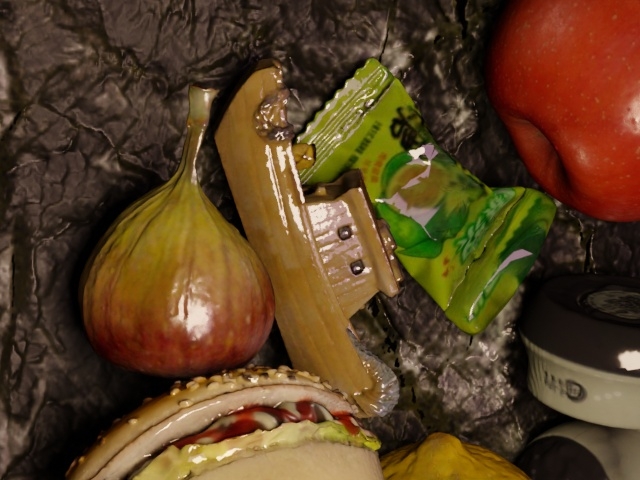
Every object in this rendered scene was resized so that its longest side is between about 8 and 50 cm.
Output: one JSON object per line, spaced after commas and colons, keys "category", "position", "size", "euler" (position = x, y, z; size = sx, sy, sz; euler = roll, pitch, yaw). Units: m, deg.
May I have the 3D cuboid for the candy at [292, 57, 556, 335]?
{"category": "candy", "position": [0.087, -0.042, 1.635], "size": [0.246, 0.069, 0.149], "euler": [40, 79, -21]}

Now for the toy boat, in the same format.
{"category": "toy boat", "position": [0.000, 0.000, 1.557], "size": [0.121, 0.089, 0.321], "euler": [-16, 108, 5]}

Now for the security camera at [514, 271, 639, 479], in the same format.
{"category": "security camera", "position": [0.271, 0.185, 1.729], "size": [0.191, 0.197, 0.277], "euler": [-12, 114, -43]}

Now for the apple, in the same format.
{"category": "apple", "position": [0.269, -0.142, 1.627], "size": [0.216, 0.260, 0.260], "euler": [-40, 117, -9]}

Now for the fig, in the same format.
{"category": "fig", "position": [-0.119, 0.001, 1.488], "size": [0.160, 0.143, 0.230], "euler": [-4, 80, -23]}

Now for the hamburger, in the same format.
{"category": "hamburger", "position": [-0.079, 0.218, 1.471], "size": [0.300, 0.176, 0.300], "euler": [-21, 153, -11]}

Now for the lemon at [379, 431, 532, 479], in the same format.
{"category": "lemon", "position": [0.111, 0.291, 1.618], "size": [0.228, 0.228, 0.253], "euler": [-36, 116, -21]}
